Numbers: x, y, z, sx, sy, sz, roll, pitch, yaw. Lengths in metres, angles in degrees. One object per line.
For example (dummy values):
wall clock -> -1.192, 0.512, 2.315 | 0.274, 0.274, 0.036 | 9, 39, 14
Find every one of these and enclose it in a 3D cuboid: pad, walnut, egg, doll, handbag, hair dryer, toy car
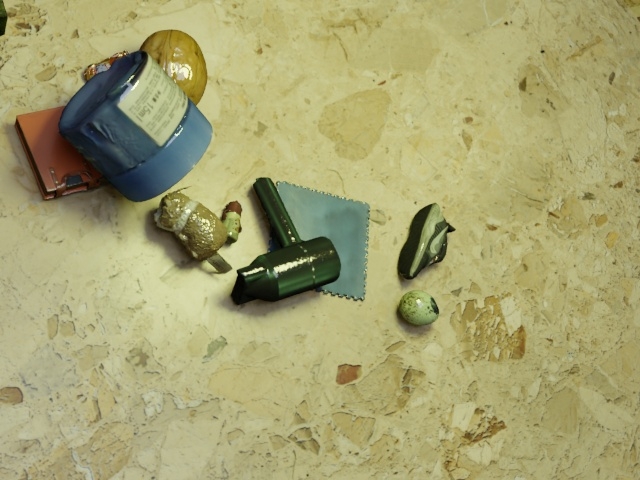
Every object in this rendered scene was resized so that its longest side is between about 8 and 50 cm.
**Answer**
pad -> 0.000, 0.000, 1.951 | 0.269, 0.012, 0.269 | 15, 66, -21
walnut -> -0.344, -0.382, 1.835 | 0.168, 0.167, 0.207 | 8, 71, -24
egg -> 0.245, 0.167, 1.968 | 0.110, 0.085, 0.085 | 25, 62, -20
doll -> -0.270, -0.017, 1.763 | 0.115, 0.105, 0.221 | -41, 93, -5
handbag -> -0.560, -0.189, 1.716 | 0.127, 0.063, 0.190 | -20, 77, -31
hair dryer -> -0.123, -0.007, 1.839 | 0.244, 0.116, 0.302 | -15, 68, -30
toy car -> -0.485, -0.394, 1.840 | 0.122, 0.035, 0.059 | -34, 93, -33

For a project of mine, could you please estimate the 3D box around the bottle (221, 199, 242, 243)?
bottle -> -0.205, -0.046, 1.845 | 0.047, 0.063, 0.101 | 6, 63, 7

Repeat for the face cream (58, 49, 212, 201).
face cream -> -0.387, -0.241, 1.671 | 0.225, 0.249, 0.249 | 50, 55, -32

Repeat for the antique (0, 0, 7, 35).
antique -> -0.788, -0.479, 1.693 | 0.221, 0.081, 0.080 | -13, 77, -30

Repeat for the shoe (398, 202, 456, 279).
shoe -> 0.279, 0.013, 2.040 | 0.112, 0.099, 0.227 | 33, 60, -21
